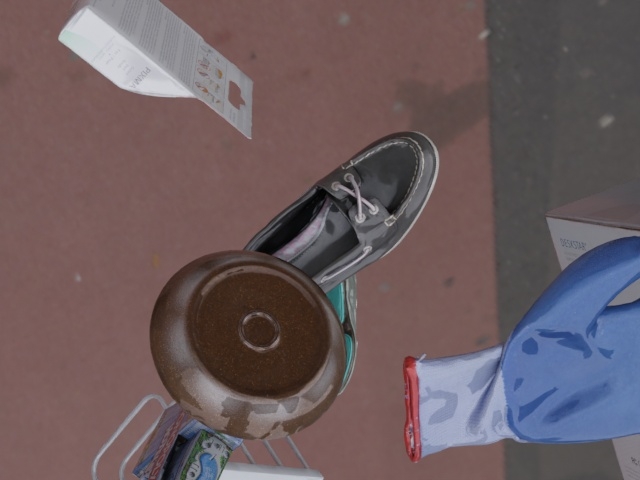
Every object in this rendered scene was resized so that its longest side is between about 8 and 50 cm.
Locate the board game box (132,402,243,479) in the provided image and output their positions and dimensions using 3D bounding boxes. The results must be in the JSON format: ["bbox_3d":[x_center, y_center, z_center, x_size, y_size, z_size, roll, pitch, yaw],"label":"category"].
[{"bbox_3d":[-0.141,0.232,1.446,0.060,0.194,0.194,36,133,-11],"label":"board game box"}]

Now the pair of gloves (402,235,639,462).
[{"bbox_3d":[0.112,0.094,0.555,0.159,0.023,0.198,-11,112,-6],"label":"pair of gloves"}]

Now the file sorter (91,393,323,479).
[{"bbox_3d":[-0.179,0.354,1.995,0.193,0.173,0.277,-50,144,18],"label":"file sorter"}]

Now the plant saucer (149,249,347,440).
[{"bbox_3d":[-0.063,0.091,1.257,0.198,0.199,0.036,-9,157,-25],"label":"plant saucer"}]

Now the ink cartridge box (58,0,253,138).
[{"bbox_3d":[-0.174,-0.198,1.442,0.224,0.181,0.056,41,110,-21],"label":"ink cartridge box"}]

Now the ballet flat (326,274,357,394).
[{"bbox_3d":[0.036,0.145,2.130,0.072,0.213,0.068,-3,173,31],"label":"ballet flat"}]

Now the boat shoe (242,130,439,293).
[{"bbox_3d":[0.000,0.000,1.522,0.335,0.112,0.095,-42,165,18],"label":"boat shoe"}]

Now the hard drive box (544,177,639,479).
[{"bbox_3d":[0.263,0.079,0.937,0.089,0.181,0.232,-20,100,-12],"label":"hard drive box"}]
